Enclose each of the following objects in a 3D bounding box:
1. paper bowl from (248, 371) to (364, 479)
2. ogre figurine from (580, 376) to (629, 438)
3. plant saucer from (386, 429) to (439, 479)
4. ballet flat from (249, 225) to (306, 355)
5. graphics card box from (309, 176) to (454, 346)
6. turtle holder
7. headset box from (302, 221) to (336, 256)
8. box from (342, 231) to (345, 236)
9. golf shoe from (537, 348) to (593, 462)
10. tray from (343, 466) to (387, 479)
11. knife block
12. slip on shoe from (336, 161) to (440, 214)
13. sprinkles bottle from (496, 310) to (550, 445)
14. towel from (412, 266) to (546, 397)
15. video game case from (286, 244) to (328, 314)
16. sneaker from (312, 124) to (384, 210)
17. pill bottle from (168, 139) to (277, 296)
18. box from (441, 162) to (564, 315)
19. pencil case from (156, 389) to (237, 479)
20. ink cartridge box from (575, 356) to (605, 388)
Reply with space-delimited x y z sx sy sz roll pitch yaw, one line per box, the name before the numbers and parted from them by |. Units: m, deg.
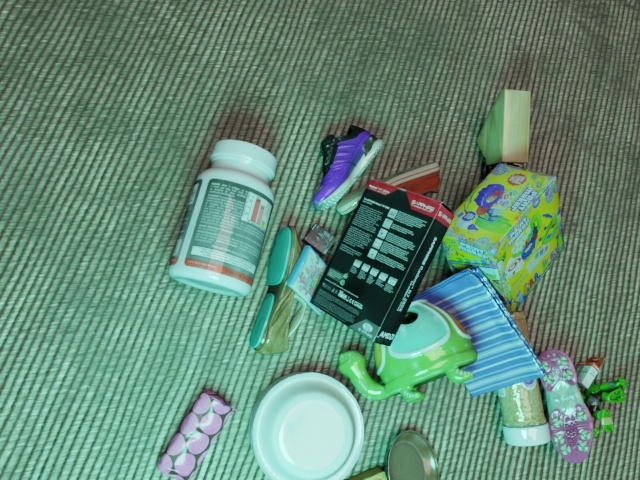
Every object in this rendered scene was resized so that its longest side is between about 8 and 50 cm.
paper bowl | -0.031 0.472 1.292 0.284 0.148 0.284 2 78 -11
ogre figurine | 0.792 0.473 1.499 0.097 0.118 0.197 25 75 -11
plant saucer | 0.232 0.598 1.349 0.198 0.036 0.199 22 55 -35
ballet flat | -0.088 0.137 1.378 0.124 0.116 0.342 20 74 -29
graphics card box | 0.150 0.049 1.317 0.094 0.233 0.371 27 89 -50
turtle holder | 0.236 0.298 1.369 0.243 0.320 0.227 10 53 -54
headset box | 0.000 0.000 1.458 0.083 0.032 0.062 37 72 -2
box | 0.109 0.070 1.465 0.105 0.043 0.179 9 74 -12
golf shoe | 0.692 0.457 1.468 0.115 0.140 0.306 -10 79 24
tray | -0.005 0.738 1.279 0.411 0.076 0.203 -16 83 -15
knife block | 0.564 -0.271 1.548 0.088 0.276 0.242 0 49 -14
slip on shoe | 0.204 -0.132 1.496 0.331 0.123 0.101 -21 102 -16
sprinkles bottle | 0.545 0.380 1.460 0.121 0.121 0.355 -5 79 -14
towel | 0.411 0.254 1.402 0.040 0.243 0.336 -30 85 -48
video game case | -0.018 0.107 1.380 0.166 0.015 0.119 49 59 -42
sneaker | 0.044 -0.218 1.487 0.146 0.102 0.293 39 68 2
pill bottle | -0.235 -0.056 1.322 0.210 0.210 0.363 16 75 -9
box | 0.507 -0.004 1.434 0.290 0.177 0.279 -44 132 -18
pencil case | -0.297 0.473 1.260 0.098 0.095 0.209 38 74 -19
ink cartridge box | 0.788 0.383 1.546 0.029 0.063 0.115 42 72 -4
